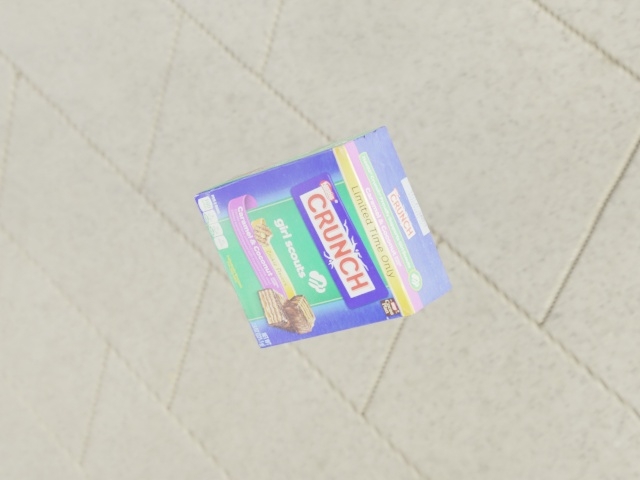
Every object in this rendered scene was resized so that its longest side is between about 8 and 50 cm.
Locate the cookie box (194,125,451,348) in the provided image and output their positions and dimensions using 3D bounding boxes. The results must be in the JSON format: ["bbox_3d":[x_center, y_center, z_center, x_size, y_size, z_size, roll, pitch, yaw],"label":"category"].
[{"bbox_3d":[0.000,0.000,0.684,0.107,0.040,0.092,-16,100,40],"label":"cookie box"}]
